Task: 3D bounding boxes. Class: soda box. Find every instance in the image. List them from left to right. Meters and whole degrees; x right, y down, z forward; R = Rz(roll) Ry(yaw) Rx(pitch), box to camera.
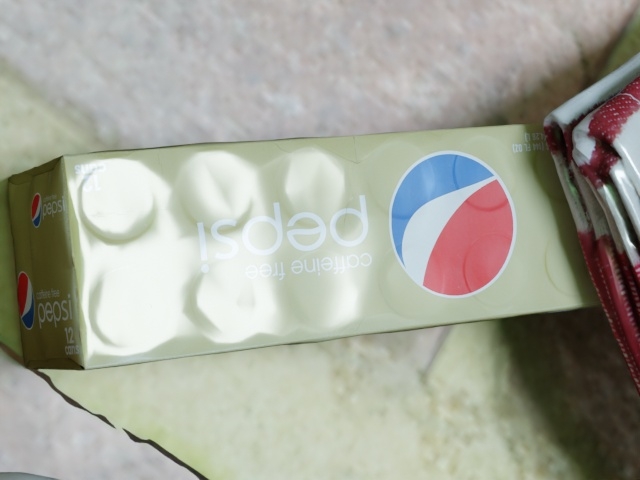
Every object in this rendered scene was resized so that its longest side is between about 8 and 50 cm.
[{"bbox_3d":[0.000,0.000,0.495,0.181,0.058,0.061,-5,89,-27],"label":"soda box"}]

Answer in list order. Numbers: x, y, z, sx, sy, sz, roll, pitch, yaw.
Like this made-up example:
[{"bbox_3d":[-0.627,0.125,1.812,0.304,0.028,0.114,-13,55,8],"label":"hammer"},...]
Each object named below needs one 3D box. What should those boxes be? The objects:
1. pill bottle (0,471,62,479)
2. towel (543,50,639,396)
[{"bbox_3d":[0.027,0.184,0.425,0.323,0.181,0.181,20,78,-23],"label":"pill bottle"},{"bbox_3d":[0.216,0.057,0.575,0.237,0.037,0.329,-34,105,-37],"label":"towel"}]
